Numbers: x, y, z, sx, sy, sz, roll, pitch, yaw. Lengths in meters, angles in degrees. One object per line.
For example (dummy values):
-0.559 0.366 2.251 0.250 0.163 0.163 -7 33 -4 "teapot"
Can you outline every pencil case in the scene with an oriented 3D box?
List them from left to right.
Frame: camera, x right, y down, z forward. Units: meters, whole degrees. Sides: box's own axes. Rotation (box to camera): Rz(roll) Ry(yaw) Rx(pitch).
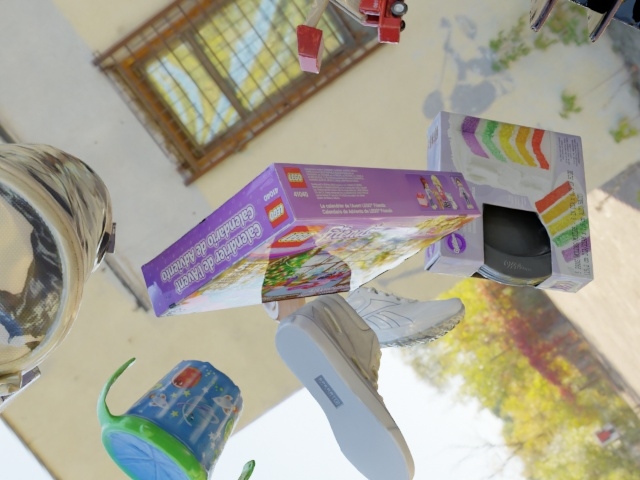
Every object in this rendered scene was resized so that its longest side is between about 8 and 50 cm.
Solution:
-0.271 0.006 0.688 0.410 0.160 0.183 -148 39 -77 "pencil case"

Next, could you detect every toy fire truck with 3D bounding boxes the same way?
0.046 -0.310 1.012 0.047 0.135 0.192 73 -155 -75 "toy fire truck"

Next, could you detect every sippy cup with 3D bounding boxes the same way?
-0.275 0.367 1.560 0.224 0.240 0.305 -52 -48 -39 "sippy cup"

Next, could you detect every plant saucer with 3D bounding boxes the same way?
-0.077 0.041 1.177 0.200 0.037 0.200 162 90 -73 "plant saucer"

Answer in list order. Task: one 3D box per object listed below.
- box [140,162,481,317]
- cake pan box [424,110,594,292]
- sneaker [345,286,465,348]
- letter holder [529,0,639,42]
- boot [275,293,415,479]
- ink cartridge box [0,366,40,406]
0.000 0.000 0.774 0.293 0.201 0.057 -3 -114 -49 "box"
0.284 -0.055 1.194 0.070 0.245 0.267 114 164 -64 "cake pan box"
0.110 0.136 1.399 0.111 0.297 0.129 37 -138 -66 "sneaker"
0.350 -0.348 0.797 0.152 0.302 0.214 24 -144 2 "letter holder"
0.056 0.183 1.000 0.258 0.095 0.123 57 -140 -2 "boot"
-0.500 0.243 1.185 0.045 0.224 0.223 46 177 -5 "ink cartridge box"
